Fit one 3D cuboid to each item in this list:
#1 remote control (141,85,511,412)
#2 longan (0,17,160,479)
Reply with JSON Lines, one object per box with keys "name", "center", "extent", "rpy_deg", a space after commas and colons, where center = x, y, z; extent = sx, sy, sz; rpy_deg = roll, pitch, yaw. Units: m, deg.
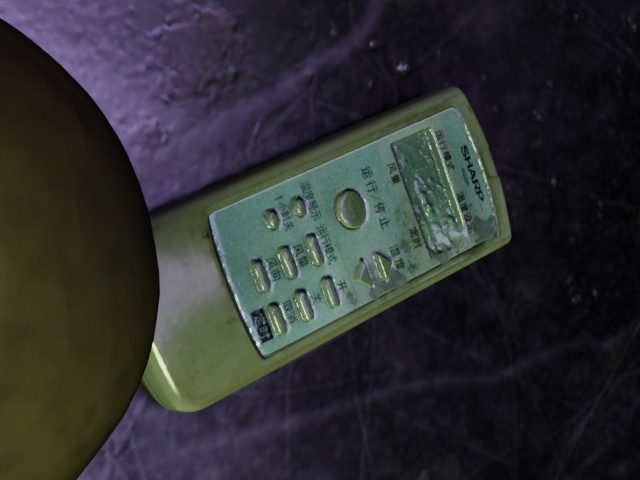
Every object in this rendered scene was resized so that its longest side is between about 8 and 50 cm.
{"name": "remote control", "center": [0.000, 0.000, 0.593], "extent": [0.233, 0.038, 0.098], "rpy_deg": [-26, 102, -29]}
{"name": "longan", "center": [-0.155, 0.017, 0.414], "extent": [0.197, 0.196, 0.220], "rpy_deg": [1, 77, -31]}
